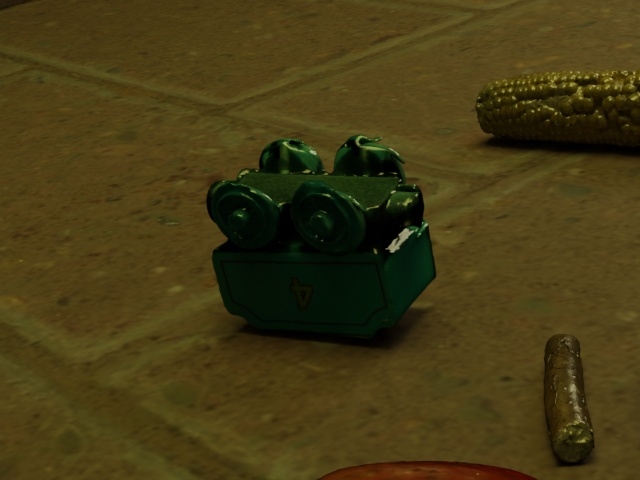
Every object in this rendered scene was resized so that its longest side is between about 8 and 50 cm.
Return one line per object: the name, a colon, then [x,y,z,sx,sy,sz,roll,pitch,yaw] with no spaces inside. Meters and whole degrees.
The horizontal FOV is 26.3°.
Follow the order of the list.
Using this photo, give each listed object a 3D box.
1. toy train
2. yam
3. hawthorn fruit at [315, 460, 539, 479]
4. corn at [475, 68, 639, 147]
toy train: [0.000,0.000,1.124,0.198,0.154,0.107,3,29,29]
yam: [0.173,0.107,0.962,0.032,0.032,0.145,-5,22,9]
hawthorn fruit: [0.053,0.188,0.639,0.189,0.189,0.189,-8,22,3]
corn: [0.299,-0.139,1.432,0.288,0.086,0.086,5,26,33]
